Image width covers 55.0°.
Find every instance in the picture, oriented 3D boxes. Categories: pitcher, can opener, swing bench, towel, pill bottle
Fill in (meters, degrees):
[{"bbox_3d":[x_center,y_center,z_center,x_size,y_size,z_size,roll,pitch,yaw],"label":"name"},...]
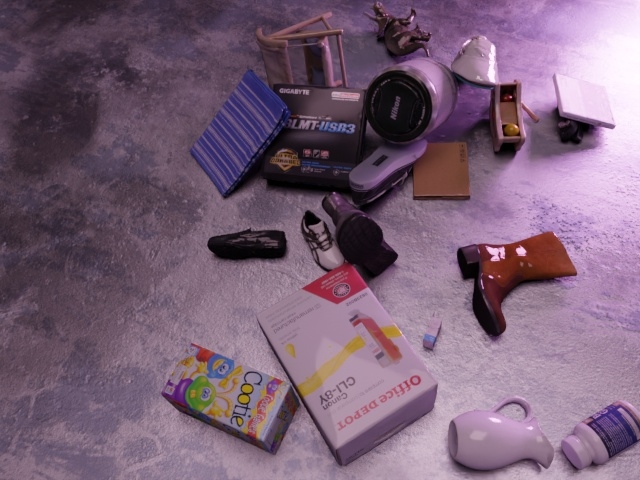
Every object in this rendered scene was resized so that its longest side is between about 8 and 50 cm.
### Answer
[{"bbox_3d":[0.394,0.427,1.386,0.207,0.126,0.178,2,37,-4],"label":"pitcher"},{"bbox_3d":[0.754,-0.378,1.876,0.059,0.073,0.186,-25,44,38],"label":"can opener"},{"bbox_3d":[-0.053,-0.545,1.936,0.254,0.253,0.165,-16,41,-4],"label":"swing bench"},{"bbox_3d":[-0.253,-0.330,1.870,0.336,0.040,0.243,-49,59,16],"label":"towel"},{"bbox_3d":[0.623,0.432,1.357,0.169,0.094,0.094,-26,59,-10],"label":"pill bottle"}]

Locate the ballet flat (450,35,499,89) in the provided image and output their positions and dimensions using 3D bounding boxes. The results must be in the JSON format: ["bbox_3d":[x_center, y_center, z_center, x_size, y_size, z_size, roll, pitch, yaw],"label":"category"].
[{"bbox_3d":[0.465,-0.547,1.847,0.139,0.139,0.400,0,21,7],"label":"ballet flat"}]

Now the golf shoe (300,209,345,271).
[{"bbox_3d":[0.000,0.000,1.705,0.077,0.094,0.198,-31,61,-13],"label":"golf shoe"}]

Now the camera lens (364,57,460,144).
[{"bbox_3d":[0.270,-0.412,1.797,0.219,0.220,0.274,23,31,20],"label":"camera lens"}]

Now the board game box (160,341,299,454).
[{"bbox_3d":[-0.211,0.377,1.465,0.275,0.144,0.142,18,63,18],"label":"board game box"}]

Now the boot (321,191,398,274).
[{"bbox_3d":[0.068,-0.044,1.594,0.118,0.338,0.223,-38,63,1],"label":"boot"}]

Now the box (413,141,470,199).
[{"bbox_3d":[0.357,-0.209,1.831,0.164,0.021,0.201,0,59,7],"label":"box"}]

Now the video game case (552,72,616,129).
[{"bbox_3d":[0.798,-0.424,1.868,0.173,0.022,0.191,13,51,-6],"label":"video game case"}]

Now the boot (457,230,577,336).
[{"bbox_3d":[0.524,0.109,1.596,0.280,0.096,0.264,-8,50,-6],"label":"boot"}]

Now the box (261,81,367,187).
[{"bbox_3d":[-0.014,-0.313,1.838,0.295,0.073,0.294,8,90,12],"label":"box"}]

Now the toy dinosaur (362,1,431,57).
[{"bbox_3d":[0.282,-0.692,2.106,0.160,0.121,0.314,-27,63,4],"label":"toy dinosaur"}]

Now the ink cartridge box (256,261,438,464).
[{"bbox_3d":[0.062,0.287,1.477,0.279,0.160,0.385,-29,59,-11],"label":"ink cartridge box"}]

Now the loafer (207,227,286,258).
[{"bbox_3d":[-0.207,0.004,1.742,0.223,0.076,0.078,0,53,1],"label":"loafer"}]

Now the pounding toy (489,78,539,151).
[{"bbox_3d":[0.590,-0.394,1.839,0.154,0.154,0.270,-1,59,7],"label":"pounding toy"}]

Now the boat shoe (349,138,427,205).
[{"bbox_3d":[0.202,-0.202,1.794,0.113,0.105,0.306,25,50,31],"label":"boat shoe"}]

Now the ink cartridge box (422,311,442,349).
[{"bbox_3d":[0.286,0.226,1.553,0.028,0.048,0.083,18,63,17],"label":"ink cartridge box"}]
